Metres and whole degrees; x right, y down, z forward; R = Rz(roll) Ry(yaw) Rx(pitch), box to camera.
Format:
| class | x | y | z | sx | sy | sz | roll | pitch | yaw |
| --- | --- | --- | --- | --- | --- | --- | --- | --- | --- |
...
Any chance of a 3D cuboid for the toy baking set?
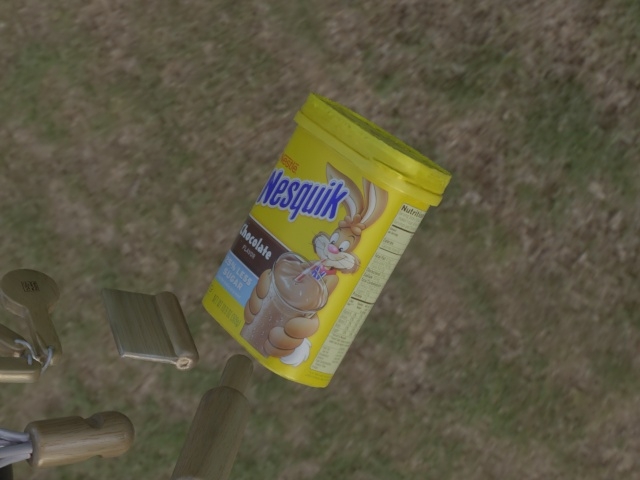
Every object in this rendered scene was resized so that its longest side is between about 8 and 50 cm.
| class | x | y | z | sx | sy | sz | roll | pitch | yaw |
| --- | --- | --- | --- | --- | --- | --- | --- | --- | --- |
| toy baking set | -0.140 | 0.100 | 0.800 | 0.197 | 0.256 | 0.030 | 17 | 123 | -4 |

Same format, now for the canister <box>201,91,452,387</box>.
| class | x | y | z | sx | sy | sz | roll | pitch | yaw |
| --- | --- | --- | --- | --- | --- | --- | --- | --- | --- |
| canister | 0.000 | 0.000 | 1.011 | 0.126 | 0.073 | 0.170 | 39 | 103 | 47 |

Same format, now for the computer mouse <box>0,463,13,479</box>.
| class | x | y | z | sx | sy | sz | roll | pitch | yaw |
| --- | --- | --- | --- | --- | --- | --- | --- | --- | --- |
| computer mouse | -0.243 | 0.247 | 0.862 | 0.060 | 0.262 | 0.184 | 24 | 155 | 40 |
